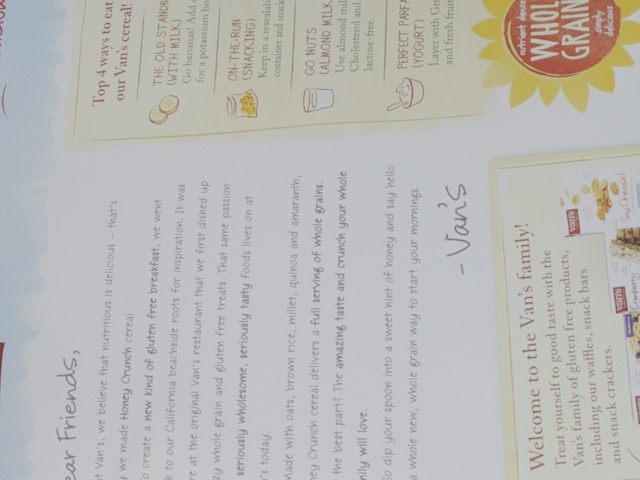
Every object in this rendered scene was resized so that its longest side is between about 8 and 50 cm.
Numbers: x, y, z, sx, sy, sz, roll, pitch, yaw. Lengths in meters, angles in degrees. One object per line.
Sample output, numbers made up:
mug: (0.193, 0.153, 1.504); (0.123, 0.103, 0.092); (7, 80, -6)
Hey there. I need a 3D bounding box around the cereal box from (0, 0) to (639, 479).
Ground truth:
cereal box: (0.000, 0.000, 0.468); (0.240, 0.047, 0.173); (-2, 73, 15)
